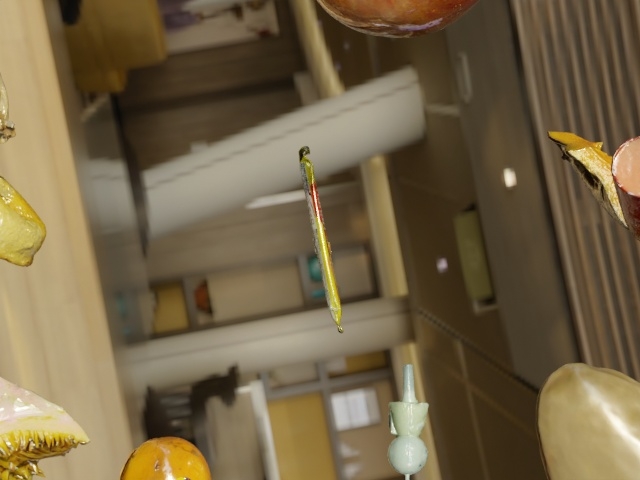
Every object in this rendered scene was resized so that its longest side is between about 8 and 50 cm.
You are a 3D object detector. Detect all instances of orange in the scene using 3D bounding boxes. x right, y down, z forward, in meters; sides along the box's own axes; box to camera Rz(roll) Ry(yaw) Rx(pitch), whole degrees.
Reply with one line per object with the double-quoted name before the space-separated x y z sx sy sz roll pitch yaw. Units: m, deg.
"orange" -0.135 0.213 1.107 0.083 0.083 0.084 170 -90 -86

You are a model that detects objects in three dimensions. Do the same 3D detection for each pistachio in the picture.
"pistachio" 0.248 0.181 1.047 0.185 0.126 0.108 61 5 -1

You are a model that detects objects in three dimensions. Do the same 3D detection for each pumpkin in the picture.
"pumpkin" 0.234 -0.055 1.051 0.101 0.035 0.073 49 5 -10

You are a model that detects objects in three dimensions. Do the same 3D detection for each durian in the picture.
"durian" -0.433 0.233 1.383 0.196 0.305 0.185 -51 -155 36

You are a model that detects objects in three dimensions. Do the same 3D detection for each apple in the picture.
"apple" 0.099 -0.355 1.498 0.253 0.253 0.254 170 -90 -86

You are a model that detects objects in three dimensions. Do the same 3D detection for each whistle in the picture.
"whistle" 0.075 0.157 1.087 0.035 0.035 0.100 103 -12 -80

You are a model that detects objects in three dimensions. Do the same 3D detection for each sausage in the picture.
"sausage" 0.182 -0.022 0.698 0.129 0.034 0.034 41 36 -68

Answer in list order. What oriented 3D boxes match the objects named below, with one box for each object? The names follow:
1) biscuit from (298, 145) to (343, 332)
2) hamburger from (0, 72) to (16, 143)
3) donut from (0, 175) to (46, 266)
"biscuit" 0.000 0.000 1.943 0.048 0.026 0.292 47 31 -83
"hamburger" -0.556 -0.203 1.740 0.146 0.286 0.243 83 18 -48
"donut" -0.464 -0.044 1.817 0.178 0.065 0.162 45 9 0
